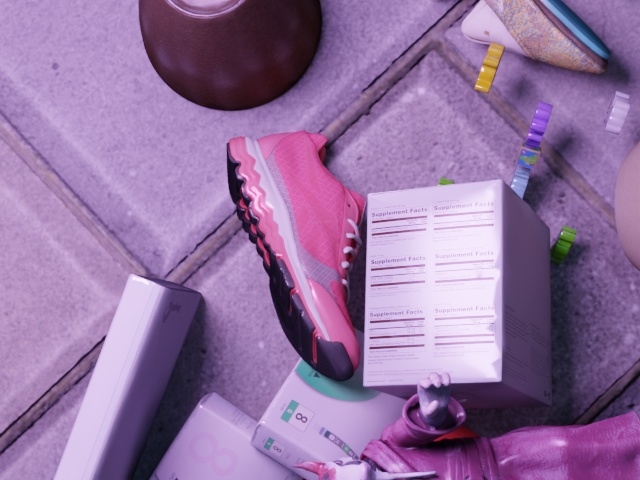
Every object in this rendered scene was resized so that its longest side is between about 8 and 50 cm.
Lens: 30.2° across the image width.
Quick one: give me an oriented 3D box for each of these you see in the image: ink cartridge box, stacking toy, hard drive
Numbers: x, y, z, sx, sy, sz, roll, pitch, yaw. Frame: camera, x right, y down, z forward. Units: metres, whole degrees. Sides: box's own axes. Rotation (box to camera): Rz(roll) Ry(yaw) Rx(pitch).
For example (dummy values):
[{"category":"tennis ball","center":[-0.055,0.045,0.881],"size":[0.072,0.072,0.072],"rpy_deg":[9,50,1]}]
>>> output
[{"category":"ink cartridge box","center":[0.061,0.206,1.296],"size":[0.225,0.056,0.181],"rpy_deg":[30,46,5]},{"category":"ink cartridge box","center":[-0.078,0.306,1.316],"size":[0.232,0.066,0.189],"rpy_deg":[35,108,7]},{"category":"stacking toy","center":[0.233,-0.094,1.340],"size":[0.167,0.052,0.221],"rpy_deg":[20,113,6]},{"category":"hard drive","center":[-0.223,0.211,1.265],"size":[0.047,0.233,0.353],"rpy_deg":[20,87,4]}]

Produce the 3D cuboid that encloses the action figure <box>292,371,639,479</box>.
[{"category":"action figure","center":[0.155,0.236,1.199],"size":[0.370,0.276,0.248],"rpy_deg":[6,95,-4]}]

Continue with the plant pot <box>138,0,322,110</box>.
[{"category":"plant pot","center":[-0.110,-0.268,1.293],"size":[0.216,0.230,0.215],"rpy_deg":[0,86,2]}]

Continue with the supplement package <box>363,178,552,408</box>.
[{"category":"supplement package","center":[0.148,0.065,1.247],"size":[0.149,0.194,0.203],"rpy_deg":[-5,73,24]}]

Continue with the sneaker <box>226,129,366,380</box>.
[{"category":"sneaker","center":[0.000,-0.001,1.302],"size":[0.136,0.116,0.313],"rpy_deg":[-17,64,-12]}]

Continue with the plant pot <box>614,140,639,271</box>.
[{"category":"plant pot","center":[0.429,-0.038,1.266],"size":[0.191,0.284,0.284],"rpy_deg":[-2,85,38]}]

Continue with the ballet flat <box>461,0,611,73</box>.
[{"category":"ballet flat","center":[0.181,-0.298,1.354],"size":[0.123,0.123,0.348],"rpy_deg":[-41,87,-1]}]
